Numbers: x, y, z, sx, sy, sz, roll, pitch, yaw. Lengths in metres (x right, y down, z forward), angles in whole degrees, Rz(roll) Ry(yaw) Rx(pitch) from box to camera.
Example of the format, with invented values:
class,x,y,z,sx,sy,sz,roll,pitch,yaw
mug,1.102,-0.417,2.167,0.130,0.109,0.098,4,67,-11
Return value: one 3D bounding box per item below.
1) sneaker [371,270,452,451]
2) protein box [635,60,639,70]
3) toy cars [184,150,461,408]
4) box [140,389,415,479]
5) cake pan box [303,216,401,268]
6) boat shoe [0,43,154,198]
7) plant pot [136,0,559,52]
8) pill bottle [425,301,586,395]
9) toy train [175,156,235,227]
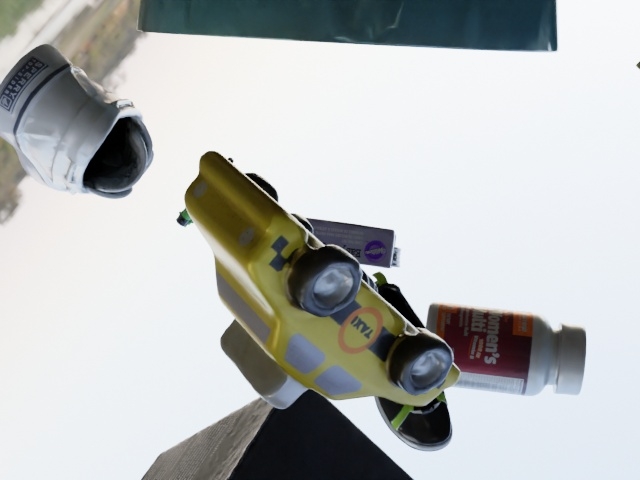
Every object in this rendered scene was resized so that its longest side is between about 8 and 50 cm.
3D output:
class,x,y,z,sx,sy,sz,roll,pitch,yaw
sneaker,0.103,0.154,1.209,0.084,0.234,0.097,-22,172,-17
protein box,0.522,-0.218,1.162,0.201,0.136,0.200,-46,-166,20
toy cars,-0.001,0.051,0.625,0.087,0.176,0.394,-47,172,0
box,-0.058,0.539,1.586,0.472,0.480,0.297,-35,-166,46
cake pan box,0.000,0.000,1.568,0.246,0.267,0.070,-6,102,-86
boat shoe,-0.170,-0.066,0.722,0.095,0.084,0.258,-55,179,-1
plant pot,0.025,-0.253,0.655,0.293,0.293,0.235,-125,-143,-74
pill bottle,0.259,0.157,1.377,0.121,0.221,0.121,6,90,-82
toy train,-0.108,-0.044,0.899,0.083,0.017,0.023,-50,-174,17
